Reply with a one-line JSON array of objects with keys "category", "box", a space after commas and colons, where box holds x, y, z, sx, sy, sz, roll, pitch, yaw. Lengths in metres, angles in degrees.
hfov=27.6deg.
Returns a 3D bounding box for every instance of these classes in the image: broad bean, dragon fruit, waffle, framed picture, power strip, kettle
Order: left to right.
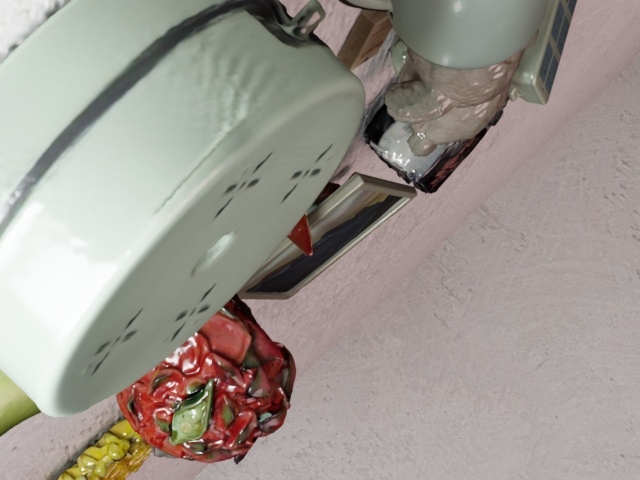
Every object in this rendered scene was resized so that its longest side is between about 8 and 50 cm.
[{"category": "broad bean", "box": [-0.306, 0.148, 1.255, 0.174, 0.082, 0.124, -41, 172, -31]}, {"category": "waffle", "box": [-0.366, 0.387, 2.078, 0.329, 0.062, 0.329, -44, 169, -11]}, {"category": "power strip", "box": [-0.126, -0.050, 0.962, 0.357, 0.161, 0.357, -45, 170, -10]}, {"category": "dragon fruit", "box": [-0.137, 0.158, 1.655, 0.234, 0.234, 0.293, -52, -176, 34]}, {"category": "framed picture", "box": [0.000, 0.001, 1.818, 0.265, 0.018, 0.192, -40, 161, 21]}, {"category": "kettle", "box": [0.110, -0.261, 1.171, 0.221, 0.161, 0.236, -14, 168, -1]}, {"category": "power strip", "box": [0.297, -0.305, 1.669, 0.118, 0.046, 0.270, 27, 79, -67]}]

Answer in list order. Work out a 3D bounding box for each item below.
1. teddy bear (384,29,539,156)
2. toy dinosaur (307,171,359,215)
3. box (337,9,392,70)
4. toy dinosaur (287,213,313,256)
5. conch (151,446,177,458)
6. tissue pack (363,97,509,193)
[{"category": "teddy bear", "box": [0.163, -0.219, 1.522, 0.236, 0.151, 0.267, -51, 175, -15]}, {"category": "toy dinosaur", "box": [0.003, -0.055, 1.834, 0.167, 0.053, 0.242, -46, 170, -8]}, {"category": "box", "box": [0.054, -0.225, 1.414, 0.053, 0.024, 0.083, -38, 169, -37]}, {"category": "toy dinosaur", "box": [-0.061, -0.021, 1.521, 0.206, 0.113, 0.327, -43, 172, -19]}, {"category": "conch", "box": [-0.186, 0.259, 2.051, 0.182, 0.149, 0.275, -16, 159, -5]}, {"category": "tissue pack", "box": [0.184, -0.191, 1.857, 0.245, 0.123, 0.332, -52, 173, 4]}]
